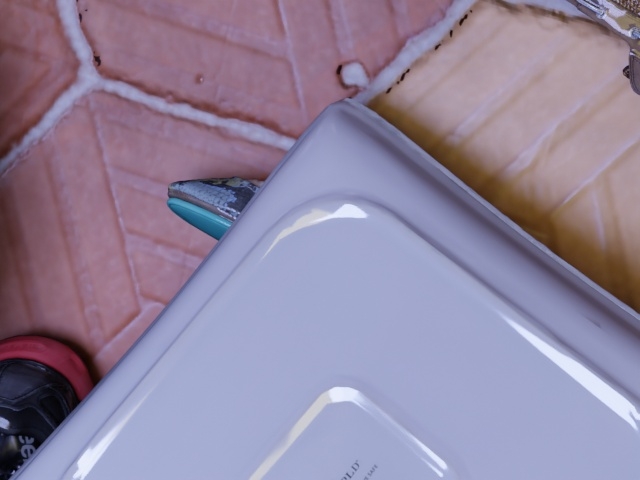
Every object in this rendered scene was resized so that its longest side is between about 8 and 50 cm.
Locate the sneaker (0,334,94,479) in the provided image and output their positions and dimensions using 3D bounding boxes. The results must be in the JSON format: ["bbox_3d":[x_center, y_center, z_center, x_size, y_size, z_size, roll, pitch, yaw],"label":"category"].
[{"bbox_3d":[-0.176,0.201,0.997,0.098,0.135,0.276,-7,97,8],"label":"sneaker"}]

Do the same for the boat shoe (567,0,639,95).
[{"bbox_3d":[0.200,-0.112,0.916,0.183,0.066,0.066,44,118,5],"label":"boat shoe"}]

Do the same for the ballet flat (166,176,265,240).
[{"bbox_3d":[0.000,0.000,0.978,0.188,0.070,0.070,31,102,5],"label":"ballet flat"}]

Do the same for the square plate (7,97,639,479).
[{"bbox_3d":[0.021,0.137,0.854,0.344,0.049,0.347,38,85,24],"label":"square plate"}]
